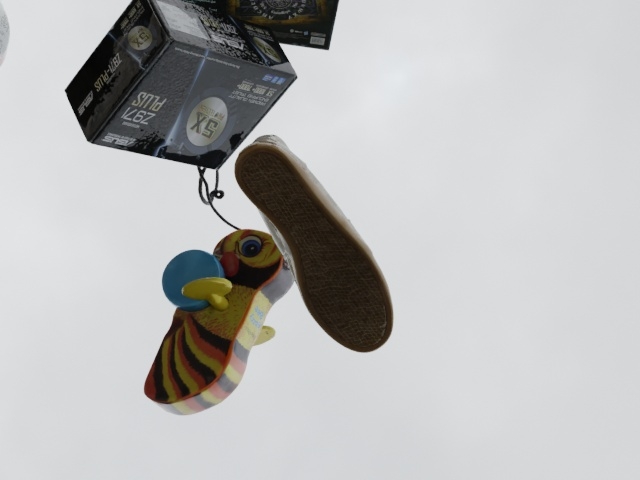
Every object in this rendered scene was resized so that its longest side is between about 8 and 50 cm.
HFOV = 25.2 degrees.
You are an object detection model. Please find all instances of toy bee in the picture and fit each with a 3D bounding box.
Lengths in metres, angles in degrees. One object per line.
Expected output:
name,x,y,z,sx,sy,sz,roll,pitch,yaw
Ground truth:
toy bee,-0.091,0.049,1.584,0.162,0.195,0.298,5,-90,20

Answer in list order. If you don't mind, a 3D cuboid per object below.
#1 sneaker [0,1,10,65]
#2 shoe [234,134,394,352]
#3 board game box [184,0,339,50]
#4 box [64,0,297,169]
sneaker,-0.376,-0.241,1.519,0.270,0.090,0.145,-90,-165,-49
shoe,0.000,0.000,1.263,0.076,0.058,0.219,-28,-75,12
board game box,-0.071,-0.274,1.542,0.026,0.186,0.126,-90,-170,-47
box,-0.140,-0.159,1.448,0.147,0.180,0.077,-46,-125,27
